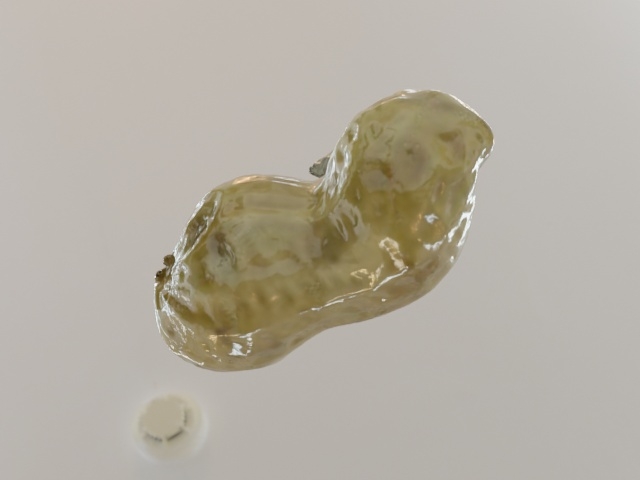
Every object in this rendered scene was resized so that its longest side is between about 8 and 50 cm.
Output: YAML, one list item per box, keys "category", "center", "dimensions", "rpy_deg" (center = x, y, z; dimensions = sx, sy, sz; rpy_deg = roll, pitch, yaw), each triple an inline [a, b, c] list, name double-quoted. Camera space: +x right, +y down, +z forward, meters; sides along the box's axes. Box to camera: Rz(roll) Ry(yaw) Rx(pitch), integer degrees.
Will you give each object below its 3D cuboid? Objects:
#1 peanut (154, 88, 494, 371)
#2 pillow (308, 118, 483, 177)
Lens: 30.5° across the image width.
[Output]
- category: "peanut"
  center: [0.000, 0.000, 0.644]
  dimensions: [0.229, 0.103, 0.098]
  rpy_deg: [-28, -125, 24]
- category: "pillow"
  center: [0.086, -0.084, 1.241]
  dimensions: [0.134, 0.078, 0.181]
  rpy_deg: [7, -145, 39]
